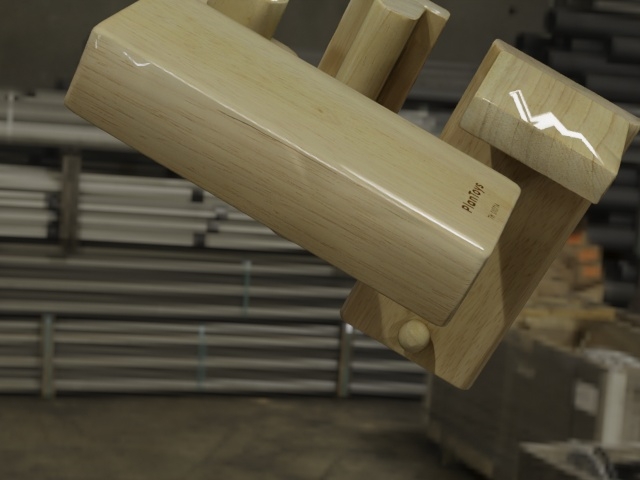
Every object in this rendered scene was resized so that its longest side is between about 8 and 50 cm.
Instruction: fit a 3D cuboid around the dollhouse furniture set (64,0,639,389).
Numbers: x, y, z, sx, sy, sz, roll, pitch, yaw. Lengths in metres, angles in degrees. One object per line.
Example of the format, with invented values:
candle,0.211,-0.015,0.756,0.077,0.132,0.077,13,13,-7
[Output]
dollhouse furniture set,0.000,0.000,0.433,0.144,0.123,0.151,30,29,3
